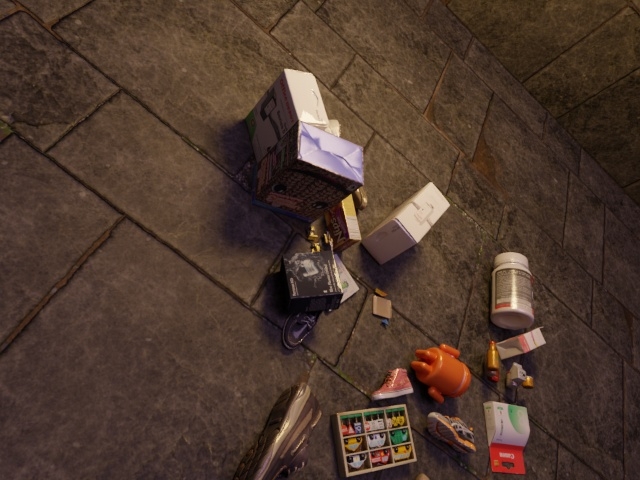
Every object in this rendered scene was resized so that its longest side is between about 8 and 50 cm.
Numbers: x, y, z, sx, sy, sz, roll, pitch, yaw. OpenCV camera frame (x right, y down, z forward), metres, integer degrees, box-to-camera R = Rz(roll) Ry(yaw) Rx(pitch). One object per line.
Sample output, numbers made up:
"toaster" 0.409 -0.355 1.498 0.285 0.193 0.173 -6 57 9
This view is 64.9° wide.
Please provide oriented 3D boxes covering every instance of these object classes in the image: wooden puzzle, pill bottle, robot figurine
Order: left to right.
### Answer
"wooden puzzle" 0.207 0.226 1.707 0.079 0.014 0.116 24 55 -19
"robot figurine" 0.403 0.439 1.664 0.219 0.128 0.158 32 31 -18
"pill bottle" 0.771 0.200 2.033 0.161 0.161 0.283 29 53 -21

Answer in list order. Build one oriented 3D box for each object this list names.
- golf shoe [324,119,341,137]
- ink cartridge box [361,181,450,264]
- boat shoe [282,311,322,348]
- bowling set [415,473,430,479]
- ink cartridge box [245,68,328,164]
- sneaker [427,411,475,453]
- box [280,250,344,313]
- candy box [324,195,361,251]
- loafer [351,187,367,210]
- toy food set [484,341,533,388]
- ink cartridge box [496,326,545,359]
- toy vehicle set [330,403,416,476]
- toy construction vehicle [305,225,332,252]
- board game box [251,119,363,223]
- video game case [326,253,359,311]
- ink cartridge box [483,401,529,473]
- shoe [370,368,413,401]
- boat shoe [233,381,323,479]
"golf shoe" -0.001 -0.312 1.781 0.140 0.115 0.306 12 53 -20
"ink cartridge box" 0.302 -0.060 1.793 0.117 0.207 0.283 50 49 -2
"boat shoe" -0.044 0.228 1.485 0.075 0.065 0.206 43 49 -10
"bowling set" 0.286 0.799 1.387 0.200 0.287 0.154 -40 85 1
"ink cartridge box" -0.114 -0.379 1.609 0.115 0.273 0.198 -3 69 -37
"sneaker" 0.420 0.606 1.625 0.215 0.084 0.083 42 46 -23
"box" -0.029 0.121 1.481 0.158 0.093 0.155 -5 54 -13
"candy box" 0.069 -0.068 1.693 0.053 0.109 0.186 5 65 -34
"loafer" 0.128 -0.173 1.830 0.050 0.056 0.148 7 53 -33
"toy food set" 0.683 0.466 1.862 0.232 0.111 0.104 26 55 -20
"ink cartridge box" 0.796 0.401 1.977 0.198 0.115 0.067 -9 72 -38
"toy vehicle set" 0.158 0.578 1.471 0.267 0.035 0.165 6 64 -34
"toy construction vehicle" 0.000 0.000 1.655 0.086 0.035 0.098 7 63 -34
"board game box" -0.044 -0.200 1.555 0.232 0.291 0.141 17 59 -28
"video game case" 0.037 0.134 1.624 0.157 0.019 0.143 -30 87 -42
"ink cartridge box" 0.665 0.694 1.774 0.181 0.056 0.224 18 56 -28
"shoe" 0.214 0.448 1.566 0.178 0.063 0.081 3 64 -41
"boat shoe" -0.089 0.524 1.255 0.130 0.132 0.355 43 50 -10
